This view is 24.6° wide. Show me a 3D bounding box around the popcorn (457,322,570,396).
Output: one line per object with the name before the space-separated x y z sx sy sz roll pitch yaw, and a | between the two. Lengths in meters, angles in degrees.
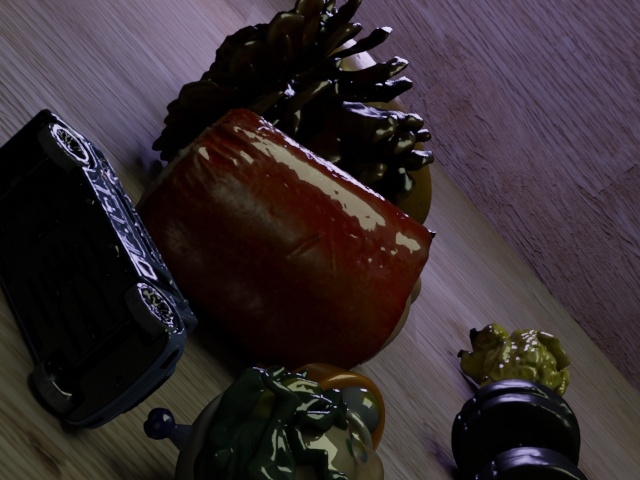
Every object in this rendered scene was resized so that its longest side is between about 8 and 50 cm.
popcorn | 0.319 0.228 2.445 0.173 0.168 0.195 28 -14 -34

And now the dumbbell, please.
dumbbell | 0.268 0.318 1.942 0.185 0.185 0.388 48 13 -13

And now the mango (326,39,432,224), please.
mango | 0.025 -0.151 2.289 0.300 0.232 0.446 31 -18 48

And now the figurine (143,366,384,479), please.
figurine | 0.012 0.258 1.288 0.382 0.186 0.261 50 23 -31

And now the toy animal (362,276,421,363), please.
toy animal | 0.059 0.055 2.033 0.171 0.171 0.198 44 19 -26

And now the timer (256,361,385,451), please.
timer | -0.026 0.176 1.563 0.132 0.132 0.152 40 -7 -39

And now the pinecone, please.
pinecone | -0.006 -0.117 1.864 0.384 0.384 0.384 47 14 -15

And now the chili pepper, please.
chili pepper | -0.059 -0.007 1.630 0.305 0.229 0.251 41 -27 -15

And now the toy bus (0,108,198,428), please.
toy bus | -0.203 0.031 1.295 0.133 0.125 0.292 31 22 -55
